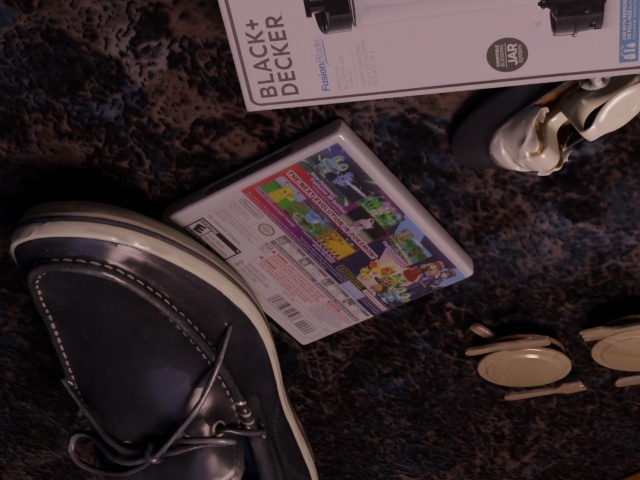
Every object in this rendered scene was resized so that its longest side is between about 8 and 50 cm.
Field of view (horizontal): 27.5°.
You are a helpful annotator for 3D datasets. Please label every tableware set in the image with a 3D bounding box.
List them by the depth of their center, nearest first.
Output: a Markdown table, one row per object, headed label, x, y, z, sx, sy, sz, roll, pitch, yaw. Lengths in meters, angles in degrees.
| label | x | y | z | sx | sy | sz | roll | pitch | yaw |
| --- | --- | --- | --- | --- | --- | --- | --- | --- | --- |
| tableware set | 0.236 | 0.094 | 1.186 | 0.194 | 0.039 | 0.128 | -11 | 148 | 22 |

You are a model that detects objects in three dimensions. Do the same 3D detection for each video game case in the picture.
| label | x | y | z | sx | sy | sz | roll | pitch | yaw |
| --- | --- | --- | --- | --- | --- | --- | --- | --- | --- |
| video game case | 0.000 | 0.000 | 1.103 | 0.183 | 0.023 | 0.201 | -24 | 130 | 27 |

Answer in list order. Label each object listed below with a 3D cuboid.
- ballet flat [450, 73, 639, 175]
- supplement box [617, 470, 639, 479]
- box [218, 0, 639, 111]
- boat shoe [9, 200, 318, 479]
| label | x | y | z | sx | sy | sz | roll | pitch | yaw |
| --- | --- | --- | --- | --- | --- | --- | --- | --- | --- |
| ballet flat | 0.178 | -0.093 | 0.956 | 0.203 | 0.074 | 0.074 | -30 | 129 | 31 |
| supplement box | 0.302 | 0.321 | 1.403 | 0.080 | 0.078 | 0.233 | 33 | 129 | -29 |
| box | 0.078 | -0.183 | 0.847 | 0.290 | 0.087 | 0.169 | -4 | 137 | 7 |
| boat shoe | -0.128 | 0.155 | 1.173 | 0.187 | 0.156 | 0.500 | -2 | 138 | 20 |
